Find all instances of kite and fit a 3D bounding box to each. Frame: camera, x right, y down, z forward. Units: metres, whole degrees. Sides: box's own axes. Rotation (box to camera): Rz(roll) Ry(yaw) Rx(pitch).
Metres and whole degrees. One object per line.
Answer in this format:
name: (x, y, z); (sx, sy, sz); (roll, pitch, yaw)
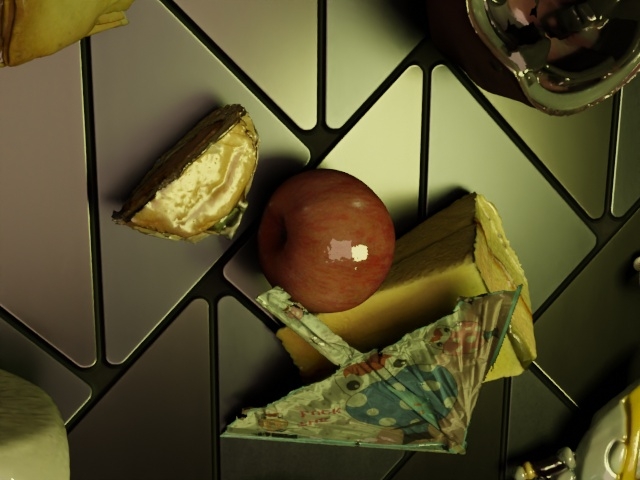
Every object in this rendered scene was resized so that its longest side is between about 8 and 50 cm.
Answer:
kite: (0.061, 0.148, 1.105); (0.406, 0.014, 0.368); (-30, 128, 25)

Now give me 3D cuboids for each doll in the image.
doll: (0.364, 0.278, 1.292); (0.316, 0.103, 0.145); (-31, 89, 4)

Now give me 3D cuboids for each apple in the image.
apple: (0.000, 0.000, 1.067); (0.120, 0.153, 0.153); (2, 104, -36)

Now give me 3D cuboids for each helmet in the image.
helmet: (0.212, -0.302, 1.025); (0.271, 0.197, 0.338); (-22, 115, -24)

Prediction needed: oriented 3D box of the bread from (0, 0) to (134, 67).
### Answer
bread: (-0.231, -0.297, 0.849); (0.370, 0.191, 0.314); (-31, 136, -43)

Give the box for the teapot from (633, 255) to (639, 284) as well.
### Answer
teapot: (0.546, 0.032, 1.266); (0.299, 0.166, 0.208); (-8, 148, -9)

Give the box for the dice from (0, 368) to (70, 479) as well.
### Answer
dice: (-0.393, 0.262, 0.965); (0.259, 0.243, 0.251); (8, 102, -23)

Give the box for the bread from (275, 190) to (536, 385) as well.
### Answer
bread: (0.102, 0.076, 1.183); (0.264, 0.163, 0.168); (-18, 117, 21)

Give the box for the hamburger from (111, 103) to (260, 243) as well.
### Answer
hamburger: (-0.125, -0.054, 1.054); (0.176, 0.087, 0.102); (-46, 124, -9)
